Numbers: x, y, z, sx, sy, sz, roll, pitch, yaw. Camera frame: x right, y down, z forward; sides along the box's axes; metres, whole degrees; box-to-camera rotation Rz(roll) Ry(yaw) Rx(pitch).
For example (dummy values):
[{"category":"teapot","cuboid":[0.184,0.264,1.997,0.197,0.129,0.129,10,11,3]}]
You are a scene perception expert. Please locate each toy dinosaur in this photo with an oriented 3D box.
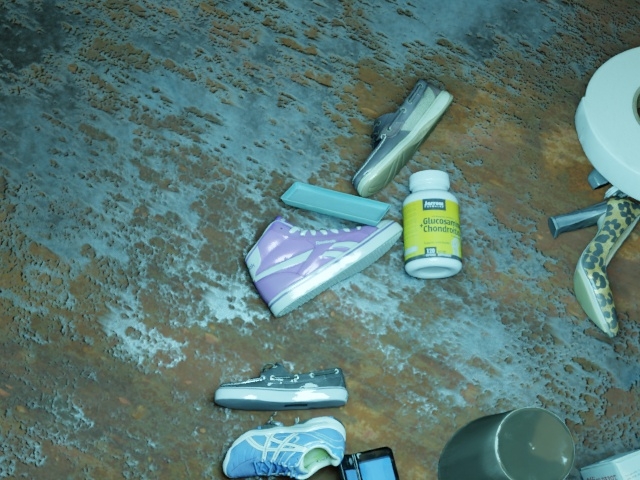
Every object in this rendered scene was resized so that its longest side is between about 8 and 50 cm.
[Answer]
[{"category":"toy dinosaur","cuboid":[-0.055,0.329,1.605,0.082,0.047,0.090,45,105,-1]}]

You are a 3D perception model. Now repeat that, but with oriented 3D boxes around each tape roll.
[{"category":"tape roll","cuboid":[0.691,-0.222,1.802,0.392,0.072,0.392,0,54,0]}]

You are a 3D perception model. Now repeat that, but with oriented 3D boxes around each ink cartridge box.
[{"category":"ink cartridge box","cuboid":[0.537,0.457,1.570,0.087,0.153,0.208,-19,76,-14]}]

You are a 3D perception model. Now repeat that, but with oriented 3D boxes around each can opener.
[{"category":"can opener","cuboid":[0.658,-0.154,1.834,0.280,0.074,0.093,-22,76,-15]}]

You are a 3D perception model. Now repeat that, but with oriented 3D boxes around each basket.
[{"category":"basket","cuboid":[0.313,0.349,1.537,0.204,0.227,0.154,-26,77,-16]}]

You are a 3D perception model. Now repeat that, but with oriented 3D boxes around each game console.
[{"category":"game console","cuboid":[0.085,0.410,1.571,0.071,0.107,0.122,-19,72,16]}]

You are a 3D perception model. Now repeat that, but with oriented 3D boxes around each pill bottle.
[{"category":"pill bottle","cuboid":[0.201,-0.030,1.715,0.103,0.103,0.184,1,72,-7]}]

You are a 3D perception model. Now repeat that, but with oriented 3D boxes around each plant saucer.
[{"category":"plant saucer","cuboid":[0.027,-0.065,1.704,0.192,0.018,0.067,14,36,20]}]

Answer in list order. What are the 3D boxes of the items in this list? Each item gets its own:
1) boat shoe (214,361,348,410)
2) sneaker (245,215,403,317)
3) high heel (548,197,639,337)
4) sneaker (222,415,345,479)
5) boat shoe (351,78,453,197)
[{"category":"boat shoe","cuboid":[-0.066,0.243,1.602,0.229,0.080,0.076,0,65,-9]},{"category":"sneaker","cuboid":[0.000,0.000,1.681,0.282,0.102,0.161,-28,74,-16]},{"category":"high heel","cuboid":[0.553,0.042,1.740,0.186,0.093,0.261,-14,65,-6]},{"category":"sneaker","cuboid":[-0.060,0.349,1.541,0.211,0.080,0.081,-17,31,3]},{"category":"boat shoe","cuboid":[0.139,-0.196,1.769,0.092,0.103,0.285,37,67,11]}]
